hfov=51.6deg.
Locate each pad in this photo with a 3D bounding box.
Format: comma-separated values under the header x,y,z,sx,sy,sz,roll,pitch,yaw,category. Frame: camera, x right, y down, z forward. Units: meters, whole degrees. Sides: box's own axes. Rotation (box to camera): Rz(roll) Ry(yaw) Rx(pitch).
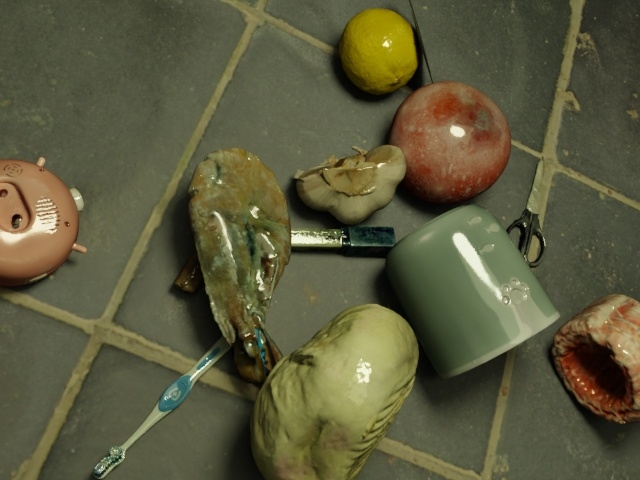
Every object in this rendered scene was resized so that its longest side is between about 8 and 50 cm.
x,y,z,sx,sy,sz,roll,pitch,yaw,category
0.283,-0.430,1.581,0.323,0.055,0.250,35,37,-39,pad

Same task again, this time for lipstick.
x,y,z,sx,sy,sz,roll,pitch,yaw,category
0.000,0.000,1.354,0.311,0.051,0.051,1,65,-16,lipstick

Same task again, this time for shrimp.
x,y,z,sx,sy,sz,roll,pitch,yaw,category
-0.134,0.041,1.232,0.221,0.109,0.446,3,75,-41,shrimp

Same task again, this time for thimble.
x,y,z,sx,sy,sz,roll,pitch,yaw,category
0.615,0.241,1.380,0.162,0.239,0.239,-25,80,-25,thimble

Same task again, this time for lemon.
x,y,z,sx,sy,sz,roll,pitch,yaw,category
0.130,-0.427,1.488,0.178,0.178,0.203,-12,62,-23,lemon

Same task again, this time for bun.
x,y,z,sx,sy,sz,roll,pitch,yaw,category
0.024,0.261,1.121,0.213,0.361,0.361,30,62,16,bun

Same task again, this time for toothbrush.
x,y,z,sx,sy,sz,roll,pitch,yaw,category
-0.251,0.268,1.178,0.040,0.040,0.386,45,59,1,toothbrush

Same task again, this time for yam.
x,y,z,sx,sy,sz,roll,pitch,yaw,category
-0.199,0.006,1.283,0.056,0.057,0.241,36,61,-3,yam

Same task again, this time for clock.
x,y,z,sx,sy,sz,roll,pitch,yaw,category
-0.529,-0.038,1.136,0.241,0.142,0.227,-22,79,-28,clock

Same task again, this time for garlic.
x,y,z,sx,sy,sz,roll,pitch,yaw,category
0.071,-0.112,1.365,0.229,0.178,0.143,-19,106,6,garlic

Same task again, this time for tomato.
x,y,z,sx,sy,sz,roll,pitch,yaw,category
0.285,-0.215,1.431,0.270,0.227,0.271,7,71,-22,tomato

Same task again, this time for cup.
x,y,z,sx,sy,sz,roll,pitch,yaw,category
0.309,0.083,1.341,0.356,0.259,0.275,-15,73,-55,cup

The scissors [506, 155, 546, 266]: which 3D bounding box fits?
x,y,z,sx,sy,sz,roll,pitch,yaw,category
0.502,-0.078,1.572,0.109,0.022,0.300,25,63,-13,scissors
